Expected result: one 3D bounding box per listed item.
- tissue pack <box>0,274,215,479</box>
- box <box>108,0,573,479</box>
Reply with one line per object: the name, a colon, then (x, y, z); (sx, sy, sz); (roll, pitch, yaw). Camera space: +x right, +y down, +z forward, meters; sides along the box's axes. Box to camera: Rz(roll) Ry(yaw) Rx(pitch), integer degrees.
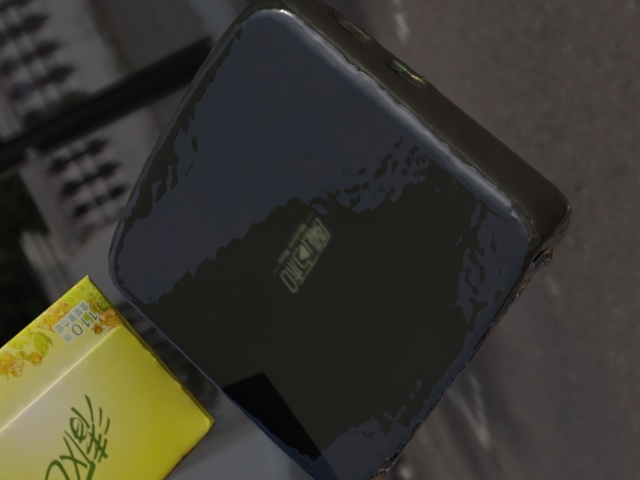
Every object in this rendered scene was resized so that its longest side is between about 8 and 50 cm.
tissue pack: (-0.119, 0.092, 0.515); (0.062, 0.095, 0.176); (50, 134, -4)
box: (0.000, 0.000, 0.525); (0.125, 0.027, 0.126); (42, 120, 16)
